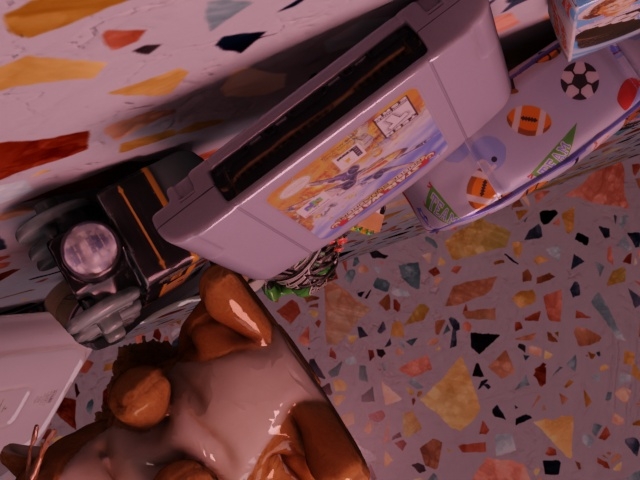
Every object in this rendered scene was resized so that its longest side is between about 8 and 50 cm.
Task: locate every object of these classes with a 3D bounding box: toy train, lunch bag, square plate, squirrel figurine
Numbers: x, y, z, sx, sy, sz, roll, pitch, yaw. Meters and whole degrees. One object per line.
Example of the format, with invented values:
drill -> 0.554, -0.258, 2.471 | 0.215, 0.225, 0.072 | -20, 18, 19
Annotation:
toy train -> -0.194, 0.013, 0.941 | 0.190, 0.142, 0.334 | -28, 177, -14
lunch bag -> 0.209, -0.117, 0.960 | 0.303, 0.115, 0.243 | -31, 180, 1
square plate -> -0.536, 0.259, 1.475 | 0.344, 0.049, 0.347 | 0, 129, -54
squirrel figurine -> -0.179, 0.241, 1.081 | 0.370, 0.281, 0.397 | -35, -179, -2

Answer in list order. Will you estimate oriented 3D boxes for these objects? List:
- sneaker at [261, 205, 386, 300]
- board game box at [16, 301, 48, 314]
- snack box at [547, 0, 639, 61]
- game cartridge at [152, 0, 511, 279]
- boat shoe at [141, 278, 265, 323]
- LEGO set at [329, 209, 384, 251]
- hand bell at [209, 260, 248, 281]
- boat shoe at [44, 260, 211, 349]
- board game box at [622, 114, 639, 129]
sneaker -> 0.000, 0.000, 1.386 | 0.134, 0.146, 0.343 | -17, 173, -32
board game box -> -0.471, 0.137, 1.601 | 0.136, 0.035, 0.201 | -21, 174, 13
snack box -> 0.336, -0.241, 0.689 | 0.321, 0.060, 0.187 | -21, 174, 13
game cartridge -> 0.024, -0.075, 0.745 | 0.297, 0.062, 0.198 | -36, 156, 8
boat shoe -> -0.232, 0.051, 1.348 | 0.304, 0.091, 0.109 | -14, -145, -17
LEGO set -> 0.003, -0.026, 1.046 | 0.132, 0.107, 0.287 | -7, 162, 7
hand bell -> -0.024, -0.028, 1.179 | 0.242, 0.126, 0.126 | -21, 175, -23
boat shoe -> -0.228, 0.034, 1.201 | 0.302, 0.094, 0.109 | -34, 150, -48
board game box -> 0.468, -0.226, 1.200 | 0.253, 0.079, 0.336 | -14, 172, -44
